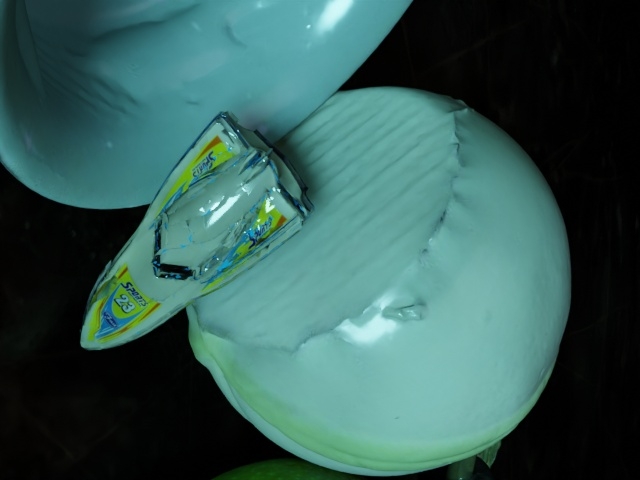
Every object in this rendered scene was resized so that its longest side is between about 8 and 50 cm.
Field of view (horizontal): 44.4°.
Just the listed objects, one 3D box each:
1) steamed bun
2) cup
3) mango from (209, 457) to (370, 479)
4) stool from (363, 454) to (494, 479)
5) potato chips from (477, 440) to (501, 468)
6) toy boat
[{"bbox_3d":[0.061,0.049,0.629,0.309,0.309,0.309,-7,99,-57],"label":"steamed bun"},{"bbox_3d":[-0.074,-0.196,0.438,0.347,0.163,0.347,-40,165,-13],"label":"cup"},{"bbox_3d":[-0.058,0.272,0.558,0.382,0.201,0.225,12,105,-47],"label":"mango"},{"bbox_3d":[0.100,0.269,0.841,0.228,0.153,0.139,-14,104,-57],"label":"stool"},{"bbox_3d":[0.254,0.343,1.209,0.092,0.028,0.207,56,45,-41],"label":"potato chips"},{"bbox_3d":[-0.091,0.010,0.510,0.084,0.210,0.066,48,21,2],"label":"toy boat"}]
